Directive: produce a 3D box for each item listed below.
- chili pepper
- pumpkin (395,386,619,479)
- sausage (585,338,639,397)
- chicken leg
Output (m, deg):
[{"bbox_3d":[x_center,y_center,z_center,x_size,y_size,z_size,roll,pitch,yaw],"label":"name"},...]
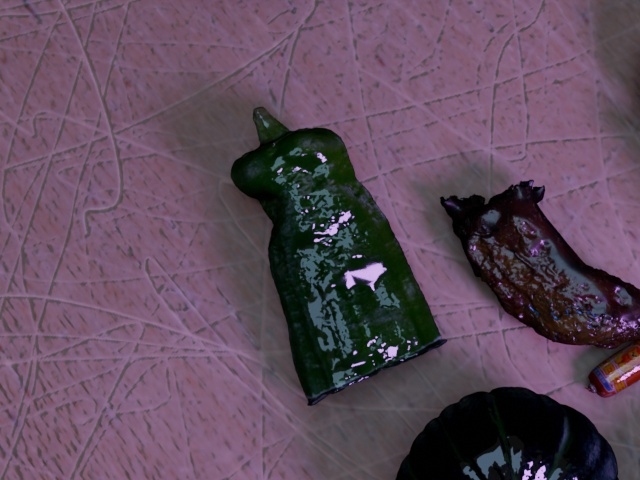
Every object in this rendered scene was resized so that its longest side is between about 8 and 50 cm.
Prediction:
[{"bbox_3d":[0.000,0.000,1.142,0.136,0.099,0.270,-24,83,8],"label":"chili pepper"},{"bbox_3d":[0.160,0.219,1.063,0.194,0.150,0.194,-1,86,13],"label":"pumpkin"},{"bbox_3d":[0.297,0.104,1.134,0.129,0.034,0.034,-30,78,-2],"label":"sausage"},{"bbox_3d":[0.207,0.028,1.138,0.234,0.063,0.105,47,105,11],"label":"chicken leg"}]
